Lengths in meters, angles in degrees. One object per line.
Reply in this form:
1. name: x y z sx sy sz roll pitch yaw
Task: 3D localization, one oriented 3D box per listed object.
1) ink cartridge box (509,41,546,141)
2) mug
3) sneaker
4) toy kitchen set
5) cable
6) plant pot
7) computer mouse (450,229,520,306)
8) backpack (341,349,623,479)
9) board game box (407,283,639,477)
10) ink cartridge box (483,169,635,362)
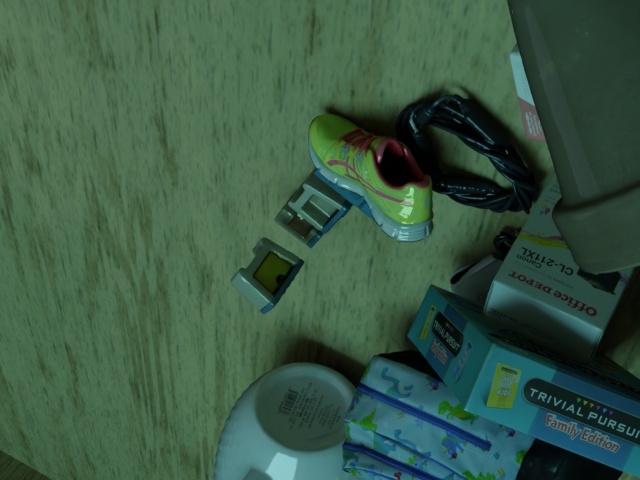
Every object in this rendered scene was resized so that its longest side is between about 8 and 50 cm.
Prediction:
1. ink cartridge box: 0.292 -0.145 1.131 0.198 0.067 0.115 14 143 32
2. mug: -0.061 0.388 1.889 0.276 0.374 0.328 29 142 18
3. sneaker: 0.064 -0.095 1.369 0.208 0.081 0.094 43 146 29
4. toy kitchen set: 0.000 0.000 1.498 0.122 0.166 0.207 37 149 -4
5. cable: 0.166 -0.086 1.345 0.184 0.047 0.150 41 148 -12
6. plant pot: 0.268 -0.135 0.930 0.263 0.263 0.229 -25 95 54
7. computer mouse: 0.223 0.054 1.486 0.106 0.042 0.193 38 148 -8
8. backpack: 0.200 0.277 1.622 0.355 0.273 0.290 36 -171 29
9. board game box: 0.256 0.157 1.345 0.254 0.079 0.336 22 -175 -8
10. ink cartridge box: 0.272 0.027 1.277 0.127 0.175 0.072 25 147 14
